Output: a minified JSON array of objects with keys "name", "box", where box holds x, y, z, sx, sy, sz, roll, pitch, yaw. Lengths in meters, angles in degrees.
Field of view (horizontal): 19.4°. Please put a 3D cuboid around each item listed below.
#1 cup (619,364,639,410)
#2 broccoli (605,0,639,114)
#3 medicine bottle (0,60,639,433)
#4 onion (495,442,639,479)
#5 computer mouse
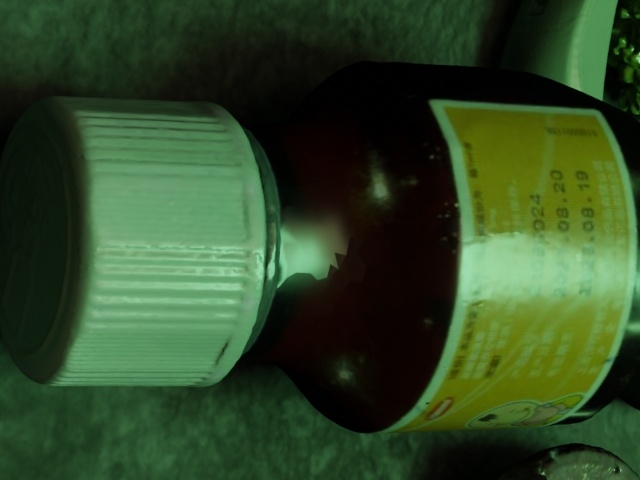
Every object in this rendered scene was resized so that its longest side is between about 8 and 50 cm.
[{"name":"cup","box":[0.321,0.036,1.432,0.223,0.177,0.169,-50,117,-23]},{"name":"broccoli","box":[0.324,-0.208,1.414,0.242,0.180,0.273,-21,105,-34]},{"name":"medicine bottle","box":[0.000,0.000,1.157,0.395,0.242,0.242,3,91,-24]},{"name":"onion","box":[0.167,0.278,1.379,0.247,0.111,0.250,16,72,-60]},{"name":"computer mouse","box":[0.169,-0.139,1.356,0.056,0.089,0.181,18,80,-36]}]
